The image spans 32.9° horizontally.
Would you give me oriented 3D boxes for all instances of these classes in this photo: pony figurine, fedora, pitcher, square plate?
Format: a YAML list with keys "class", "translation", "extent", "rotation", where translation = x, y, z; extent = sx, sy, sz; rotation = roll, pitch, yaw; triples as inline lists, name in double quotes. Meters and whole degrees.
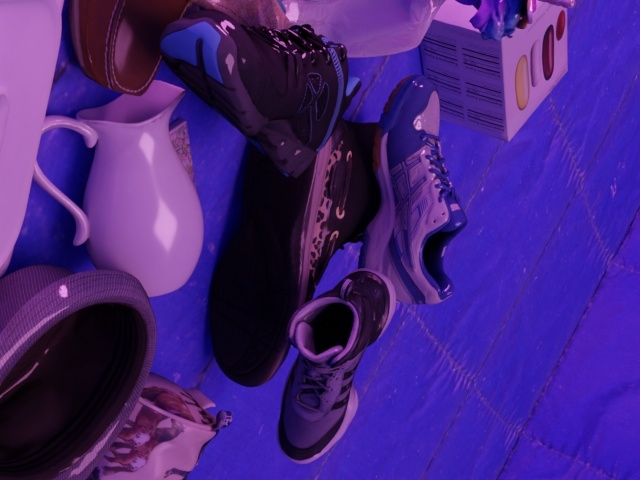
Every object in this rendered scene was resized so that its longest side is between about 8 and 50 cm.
- class: "pony figurine"
  translation: [0.141, -0.372, 1.258]
  extent: [0.303, 0.351, 0.363]
  rotation: [87, 20, -45]
- class: "fedora"
  translation: [-0.292, 0.134, 1.087]
  extent: [0.243, 0.124, 0.275]
  rotation: [21, 98, -60]
- class: "pitcher"
  translation: [-0.210, -0.044, 1.116]
  extent: [0.177, 0.125, 0.207]
  rotation: [-17, 118, -27]
- class: "square plate"
  translation: [-0.296, -0.075, 0.867]
  extent: [0.347, 0.049, 0.344]
  rotation: [-54, 160, -73]

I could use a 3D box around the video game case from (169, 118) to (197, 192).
- class: "video game case"
  translation: [-0.178, -0.068, 1.239]
  extent: [0.087, 0.011, 0.122]
  rotation: [-41, 143, -36]

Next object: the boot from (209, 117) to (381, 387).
- class: "boot"
  translation: [0.000, 0.000, 1.461]
  extent: [0.284, 0.138, 0.377]
  rotation: [-10, 114, -56]

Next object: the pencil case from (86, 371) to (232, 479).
- class: "pencil case"
  translation: [-0.256, 0.352, 1.272]
  extent: [0.183, 0.160, 0.410]
  rotation: [24, 90, -49]

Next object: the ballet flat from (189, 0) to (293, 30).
- class: "ballet flat"
  translation: [-0.072, -0.221, 1.225]
  extent: [0.106, 0.107, 0.316]
  rotation: [-49, 141, -5]

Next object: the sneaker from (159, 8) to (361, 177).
- class: "sneaker"
  translation: [-0.052, -0.173, 1.087]
  extent: [0.140, 0.125, 0.341]
  rotation: [-47, 166, 2]

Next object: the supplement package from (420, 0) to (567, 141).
- class: "supplement package"
  translation: [0.266, -0.299, 1.645]
  extent: [0.194, 0.149, 0.203]
  rotation: [-49, 146, -27]

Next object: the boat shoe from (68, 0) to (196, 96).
- class: "boat shoe"
  translation: [-0.141, -0.293, 1.021]
  extent: [0.122, 0.120, 0.324]
  rotation: [-3, 114, -57]

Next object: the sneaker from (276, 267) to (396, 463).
- class: "sneaker"
  translation: [-0.003, 0.158, 1.338]
  extent: [0.269, 0.101, 0.153]
  rotation: [-66, 161, 7]

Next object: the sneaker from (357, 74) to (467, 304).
- class: "sneaker"
  translation: [0.139, -0.062, 1.398]
  extent: [0.112, 0.131, 0.297]
  rotation: [-6, 104, -54]
